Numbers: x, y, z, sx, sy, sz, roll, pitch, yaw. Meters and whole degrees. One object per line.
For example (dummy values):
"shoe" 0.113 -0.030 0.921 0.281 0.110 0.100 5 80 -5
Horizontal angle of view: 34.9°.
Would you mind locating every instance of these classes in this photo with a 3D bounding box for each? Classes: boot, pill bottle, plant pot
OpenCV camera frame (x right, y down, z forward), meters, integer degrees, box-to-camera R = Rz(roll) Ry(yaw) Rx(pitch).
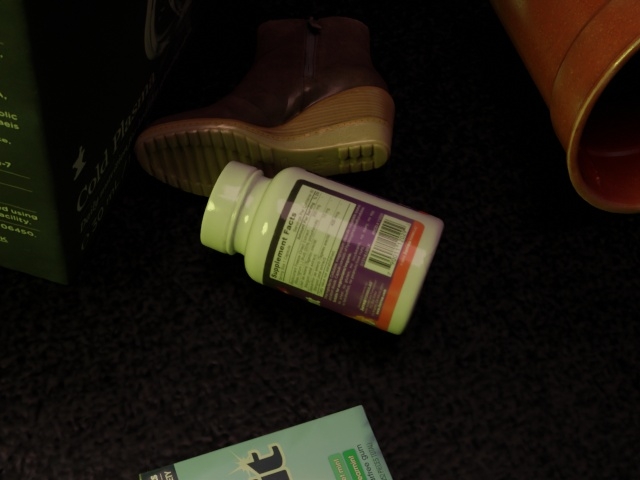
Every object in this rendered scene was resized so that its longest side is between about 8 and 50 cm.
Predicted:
"boot" -0.056 -0.140 0.998 0.248 0.090 0.207 -3 45 -7
"pill bottle" 0.000 0.000 0.880 0.193 0.108 0.108 21 57 7
"plant pot" 0.302 -0.214 0.982 0.272 0.272 0.265 -12 51 -14

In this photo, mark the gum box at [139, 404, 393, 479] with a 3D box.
"gum box" -0.026 0.226 0.770 0.184 0.041 0.157 -15 60 -17

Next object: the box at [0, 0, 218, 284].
"box" -0.255 -0.307 0.833 0.297 0.472 0.480 17 57 4
